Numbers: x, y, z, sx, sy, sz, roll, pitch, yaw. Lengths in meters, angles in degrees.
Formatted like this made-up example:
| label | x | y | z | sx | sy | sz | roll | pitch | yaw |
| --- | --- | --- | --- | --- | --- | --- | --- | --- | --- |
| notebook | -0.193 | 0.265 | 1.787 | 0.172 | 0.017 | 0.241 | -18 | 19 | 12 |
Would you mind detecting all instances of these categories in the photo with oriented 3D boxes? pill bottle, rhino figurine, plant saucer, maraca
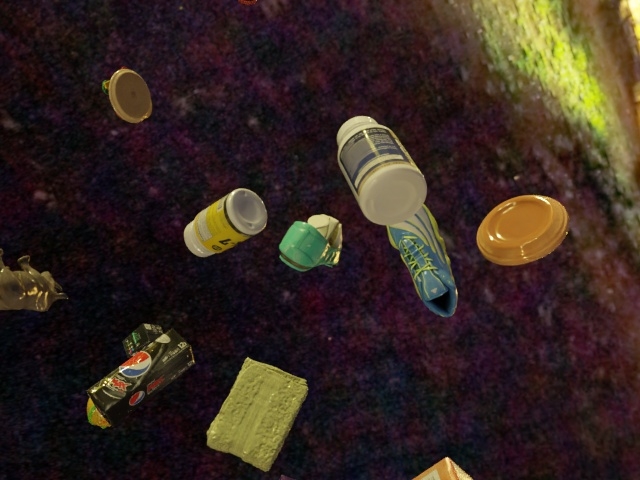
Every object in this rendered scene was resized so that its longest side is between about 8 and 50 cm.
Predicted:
| label | x | y | z | sx | sy | sz | roll | pitch | yaw |
| --- | --- | --- | --- | --- | --- | --- | --- | --- | --- |
| pill bottle | -0.241 | -0.038 | 1.595 | 0.119 | 0.209 | 0.119 | 24 | 54 | -38 |
| rhino figurine | -0.552 | 0.087 | 1.195 | 0.106 | 0.073 | 0.243 | 55 | 1 | 11 |
| plant saucer | 0.433 | -0.031 | 1.388 | 0.037 | 0.200 | 0.199 | 55 | 36 | -34 |
| maraca | -0.554 | 0.441 | 1.694 | 0.099 | 0.185 | 0.127 | 41 | 66 | 19 |
| pill bottle | 0.078 | -0.106 | 0.904 | 0.094 | 0.094 | 0.169 | 41 | 17 | -39 |

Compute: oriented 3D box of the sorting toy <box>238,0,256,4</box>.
| label | x | y | z | sx | sy | sz | roll | pitch | yaw |
| --- | --- | --- | --- | --- | --- | --- | --- | --- | --- |
| sorting toy | -0.135 | -0.500 | 1.230 | 0.061 | 0.042 | 0.101 | 1 | 58 | -11 |

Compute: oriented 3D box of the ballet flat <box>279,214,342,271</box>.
| label | x | y | z | sx | sy | sz | roll | pitch | yaw |
| --- | --- | --- | --- | --- | --- | --- | --- | --- | --- |
| ballet flat | 0.000 | 0.000 | 1.067 | 0.083 | 0.087 | 0.247 | 33 | 7 | 9 |

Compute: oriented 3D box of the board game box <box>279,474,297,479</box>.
| label | x | y | z | sx | sy | sz | roll | pitch | yaw |
| --- | --- | --- | --- | --- | --- | --- | --- | --- | --- |
| board game box | -0.032 | 0.284 | 0.255 | 0.056 | 0.208 | 0.347 | 29 | 8 | -12 |

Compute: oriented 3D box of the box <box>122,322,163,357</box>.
| label | x | y | z | sx | sy | sz | roll | pitch | yaw |
| --- | --- | --- | --- | --- | --- | --- | --- | --- | --- |
| box | -0.443 | 0.254 | 1.607 | 0.062 | 0.083 | 0.052 | 23 | 32 | -55 |

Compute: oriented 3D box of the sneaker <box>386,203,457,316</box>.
| label | x | y | z | sx | sy | sz | roll | pitch | yaw |
| --- | --- | --- | --- | --- | --- | --- | --- | --- | --- |
| sneaker | 0.191 | 0.033 | 1.137 | 0.240 | 0.091 | 0.126 | 61 | 5 | -19 |

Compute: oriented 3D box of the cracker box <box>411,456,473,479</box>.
| label | x | y | z | sx | sy | sz | roll | pitch | yaw |
| --- | --- | --- | --- | --- | --- | --- | --- | --- | --- |
| cracker box | 0.105 | 0.285 | 0.495 | 0.232 | 0.156 | 0.067 | 47 | 12 | -27 |

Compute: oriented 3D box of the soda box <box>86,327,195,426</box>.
| label | x | y | z | sx | sy | sz | roll | pitch | yaw |
| --- | --- | --- | --- | --- | --- | --- | --- | --- | --- |
| soda box | -0.290 | 0.222 | 1.048 | 0.169 | 0.053 | 0.060 | -37 | 148 | -29 |

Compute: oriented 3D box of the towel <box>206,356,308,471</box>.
| label | x | y | z | sx | sy | sz | roll | pitch | yaw |
| --- | --- | --- | --- | --- | --- | --- | --- | --- | --- |
| towel | -0.089 | 0.251 | 0.932 | 0.027 | 0.110 | 0.148 | 100 | 13 | -55 |

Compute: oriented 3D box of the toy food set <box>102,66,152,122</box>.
| label | x | y | z | sx | sy | sz | roll | pitch | yaw |
| --- | --- | --- | --- | --- | --- | --- | --- | --- | --- |
| toy food set | -0.288 | -0.219 | 0.965 | 0.083 | 0.020 | 0.082 | -46 | 125 | -50 |
